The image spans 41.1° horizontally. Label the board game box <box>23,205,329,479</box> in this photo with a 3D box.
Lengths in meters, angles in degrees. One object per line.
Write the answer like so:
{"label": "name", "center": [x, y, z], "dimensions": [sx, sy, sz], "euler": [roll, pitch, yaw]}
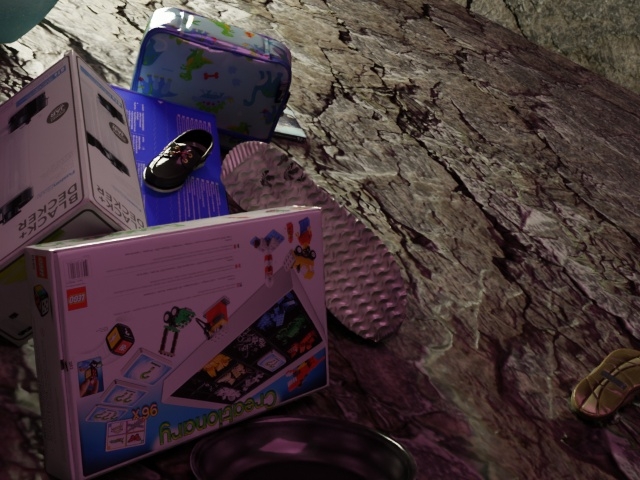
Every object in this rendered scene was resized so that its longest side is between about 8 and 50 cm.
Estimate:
{"label": "board game box", "center": [-0.113, 0.079, 0.788], "dimensions": [0.053, 0.192, 0.305], "euler": [5, 11, 43]}

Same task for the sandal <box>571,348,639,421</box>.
{"label": "sandal", "center": [0.390, 0.195, 1.129], "dimensions": [0.180, 0.049, 0.072], "euler": [-23, 49, -34]}

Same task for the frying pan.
{"label": "frying pan", "center": [-0.010, 0.214, 0.684], "dimensions": [0.197, 0.053, 0.326], "euler": [2, 11, -5]}

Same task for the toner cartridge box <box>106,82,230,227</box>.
{"label": "toner cartridge box", "center": [-0.204, -0.064, 1.044], "dimensions": [0.165, 0.075, 0.347], "euler": [15, 32, -21]}

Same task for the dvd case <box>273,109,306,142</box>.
{"label": "dvd case", "center": [-0.088, -0.196, 1.393], "dimensions": [0.120, 0.013, 0.087], "euler": [7, 35, -27]}

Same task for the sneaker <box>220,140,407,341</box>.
{"label": "sneaker", "center": [0.000, -0.001, 1.076], "dimensions": [0.293, 0.102, 0.146], "euler": [49, -2, 5]}

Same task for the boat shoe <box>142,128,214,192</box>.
{"label": "boat shoe", "center": [-0.167, -0.096, 1.007], "dimensions": [0.049, 0.042, 0.133], "euler": [32, 32, 4]}

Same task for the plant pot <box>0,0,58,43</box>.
{"label": "plant pot", "center": [-0.496, -0.417, 1.189], "dimensions": [0.248, 0.252, 0.247], "euler": [-11, 46, -45]}

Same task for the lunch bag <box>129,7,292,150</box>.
{"label": "lunch bag", "center": [-0.157, -0.220, 1.223], "dimensions": [0.219, 0.176, 0.090], "euler": [14, 37, -16]}

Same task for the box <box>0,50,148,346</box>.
{"label": "box", "center": [-0.276, -0.054, 0.871], "dimensions": [0.087, 0.169, 0.290], "euler": [48, 14, -41]}
